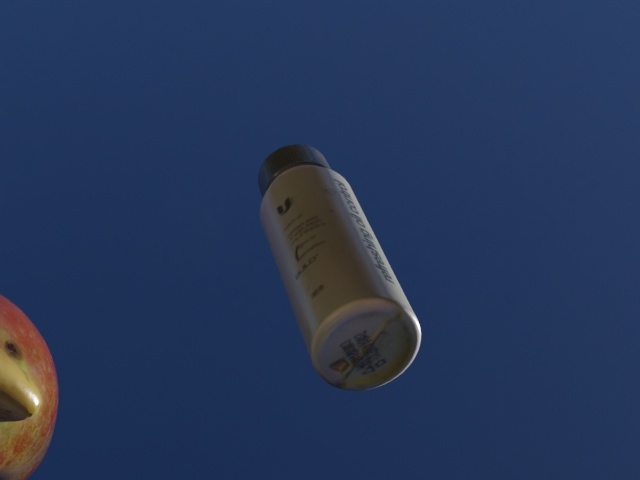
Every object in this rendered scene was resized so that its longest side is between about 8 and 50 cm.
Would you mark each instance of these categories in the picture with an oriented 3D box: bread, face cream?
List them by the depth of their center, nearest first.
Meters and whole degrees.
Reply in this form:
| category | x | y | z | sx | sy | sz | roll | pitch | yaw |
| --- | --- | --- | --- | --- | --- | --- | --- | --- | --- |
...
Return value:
| category | x | y | z | sx | sy | sz | roll | pitch | yaw |
| --- | --- | --- | --- | --- | --- | --- | --- | --- | --- |
| face cream | 0.000 | 0.000 | 0.959 | 0.092 | 0.092 | 0.311 | -27 | -145 | 2 |
| bread | -0.314 | 0.125 | 1.020 | 0.082 | 0.115 | 0.056 | -17 | -131 | 38 |

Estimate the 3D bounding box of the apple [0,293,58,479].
| category | x | y | z | sx | sy | sz | roll | pitch | yaw |
| --- | --- | --- | --- | --- | --- | --- | --- | --- | --- |
| apple | -0.480 | 0.203 | 1.284 | 0.348 | 0.348 | 0.277 | -39 | -103 | -10 |
